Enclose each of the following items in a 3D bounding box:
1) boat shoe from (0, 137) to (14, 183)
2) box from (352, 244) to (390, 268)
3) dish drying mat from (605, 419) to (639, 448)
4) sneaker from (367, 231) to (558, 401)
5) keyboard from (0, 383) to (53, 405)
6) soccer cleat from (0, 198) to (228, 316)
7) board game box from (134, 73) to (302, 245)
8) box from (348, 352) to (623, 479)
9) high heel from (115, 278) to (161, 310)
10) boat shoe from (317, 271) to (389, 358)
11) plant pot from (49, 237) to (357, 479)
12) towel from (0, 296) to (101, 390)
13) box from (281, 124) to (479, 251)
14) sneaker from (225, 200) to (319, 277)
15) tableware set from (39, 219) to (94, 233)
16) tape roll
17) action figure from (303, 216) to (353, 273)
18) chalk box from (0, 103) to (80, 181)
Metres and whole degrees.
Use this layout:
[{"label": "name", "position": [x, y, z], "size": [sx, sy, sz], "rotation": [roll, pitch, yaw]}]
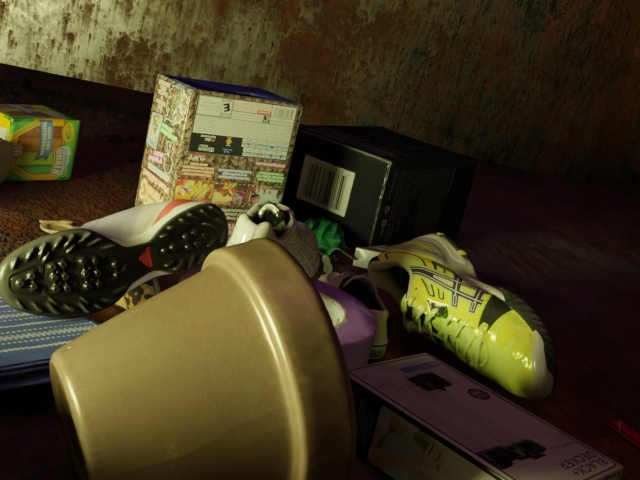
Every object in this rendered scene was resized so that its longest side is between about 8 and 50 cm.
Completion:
[{"label": "boat shoe", "position": [-0.647, -0.126, 1.512], "size": [0.096, 0.112, 0.335], "rotation": [19, 19, 2]}, {"label": "box", "position": [0.158, 0.042, 1.672], "size": [0.145, 0.038, 0.186], "rotation": [13, 7, 18]}, {"label": "dish drying mat", "position": [0.442, 0.277, 1.225], "size": [0.032, 0.008, 0.083], "rotation": [6, 17, -30]}, {"label": "sneaker", "position": [0.209, 0.127, 1.333], "size": [0.147, 0.145, 0.385], "rotation": [-13, 32, -24]}, {"label": "keyboard", "position": [-0.287, 0.154, 1.011], "size": [0.108, 0.023, 0.180], "rotation": [15, 16, 27]}, {"label": "soccer cleat", "position": [-0.271, 0.016, 1.116], "size": [0.318, 0.108, 0.116], "rotation": [-21, 21, -40]}, {"label": "board game box", "position": [-0.192, -0.137, 1.597], "size": [0.232, 0.291, 0.141], "rotation": [2, 18, -37]}, {"label": "box", "position": [0.168, 0.237, 0.986], "size": [0.169, 0.087, 0.290], "rotation": [-2, 22, -44]}, {"label": "high heel", "position": [-0.320, 0.078, 1.203], "size": [0.186, 0.093, 0.261], "rotation": [-18, 41, -17]}, {"label": "boat shoe", "position": [0.050, 0.093, 1.382], "size": [0.096, 0.088, 0.267], "rotation": [10, 16, -11]}, {"label": "plant pot", "position": [-0.124, 0.150, 0.829], "size": [0.229, 0.263, 0.263], "rotation": [-16, 28, -24]}, {"label": "towel", "position": [-0.399, 0.105, 1.024], "size": [0.243, 0.040, 0.336], "rotation": [-3, 16, -42]}, {"label": "box", "position": [0.123, -0.125, 1.975], "size": [0.294, 0.212, 0.395], "rotation": [24, 19, 33]}, {"label": "sneaker", "position": [-0.061, 0.000, 1.238], "size": [0.110, 0.118, 0.292], "rotation": [15, 14, 11]}, {"label": "tableware set", "position": [-0.397, -0.007, 1.476], "size": [0.141, 0.020, 0.169], "rotation": [6, 17, -26]}, {"label": "tape roll", "position": [-0.066, 0.121, 1.188], "size": [0.275, 0.090, 0.275], "rotation": [12, 16, -4]}, {"label": "action figure", "position": [0.000, 0.000, 1.709], "size": [0.137, 0.063, 0.232], "rotation": [12, 19, 1]}, {"label": "chalk box", "position": [-0.587, -0.202, 1.786], "size": [0.132, 0.132, 0.213], "rotation": [24, 20, 33]}]
